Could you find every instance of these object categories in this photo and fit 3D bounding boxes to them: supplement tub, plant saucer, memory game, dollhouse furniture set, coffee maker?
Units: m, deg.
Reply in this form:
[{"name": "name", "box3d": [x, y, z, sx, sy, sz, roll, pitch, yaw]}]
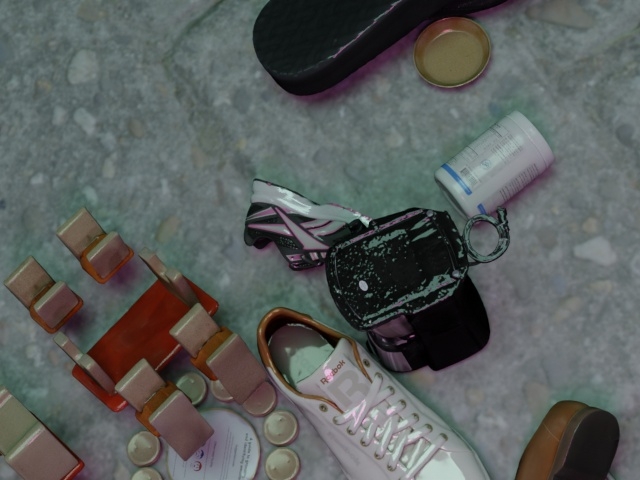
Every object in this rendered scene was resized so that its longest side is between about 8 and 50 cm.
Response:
[{"name": "supplement tub", "box3d": [0.174, -0.073, 1.617, 0.107, 0.071, 0.071, -38, 66, -3]}, {"name": "plant saucer", "box3d": [0.140, -0.197, 1.702, 0.083, 0.015, 0.083, -5, 68, 13]}, {"name": "memory game", "box3d": [-0.108, 0.216, 1.610, 0.186, 0.012, 0.186, -5, 68, 12]}, {"name": "dollhouse furniture set", "box3d": [-0.213, 0.137, 1.606, 0.259, 0.135, 0.262, -46, 53, -11]}, {"name": "coffee maker", "box3d": [0.108, 0.051, 1.527, 0.171, 0.178, 0.120, -2, 70, 15]}]

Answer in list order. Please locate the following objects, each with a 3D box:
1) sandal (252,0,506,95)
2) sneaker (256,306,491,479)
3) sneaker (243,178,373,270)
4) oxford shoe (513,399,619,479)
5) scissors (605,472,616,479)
[{"name": "sandal", "box3d": [0.133, -0.299, 1.701, 0.445, 0.107, 0.168, -30, 55, 14]}, {"name": "sneaker", "box3d": [0.041, 0.171, 1.531, 0.290, 0.123, 0.106, 38, 80, 22]}, {"name": "sneaker", "box3d": [0.000, 0.000, 1.644, 0.178, 0.072, 0.077, 19, 87, 28]}, {"name": "oxford shoe", "box3d": [0.205, 0.248, 1.499, 0.076, 0.076, 0.212, 21, 82, 59]}, {"name": "scissors", "box3d": [0.312, 0.277, 1.433, 0.297, 0.109, 0.021, 48, 111, 24]}]
